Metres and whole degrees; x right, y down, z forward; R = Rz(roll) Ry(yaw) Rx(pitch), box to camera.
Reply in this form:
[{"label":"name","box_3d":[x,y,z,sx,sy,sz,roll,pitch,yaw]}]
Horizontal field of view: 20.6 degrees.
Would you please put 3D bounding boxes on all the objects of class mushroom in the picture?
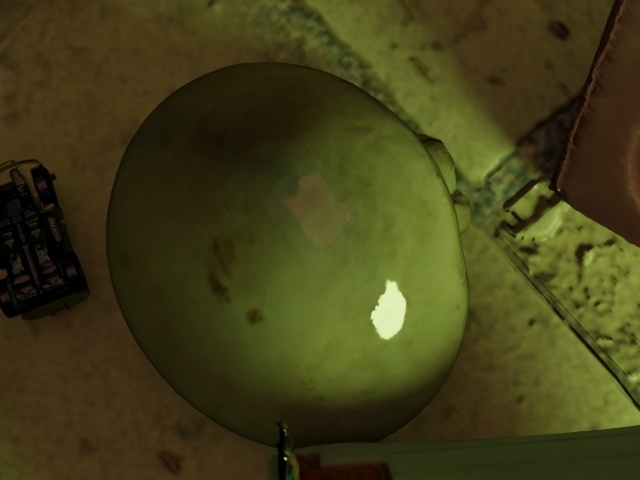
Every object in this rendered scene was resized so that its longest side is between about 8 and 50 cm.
[{"label":"mushroom","box_3d":[0.000,0.000,0.900,0.204,0.204,0.204,-1,78,3]}]

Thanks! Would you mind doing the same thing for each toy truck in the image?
[{"label":"toy truck","box_3d":[-0.158,-0.001,0.958,0.049,0.054,0.083,-21,78,-1]}]

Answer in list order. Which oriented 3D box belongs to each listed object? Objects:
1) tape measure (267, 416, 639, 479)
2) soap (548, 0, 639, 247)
[{"label":"tape measure","box_3d":[0.100,0.193,0.841,0.243,0.125,0.246,-3,109,-2]},{"label":"soap","box_3d":[0.241,-0.059,0.790,0.233,0.359,0.128,28,81,8]}]
